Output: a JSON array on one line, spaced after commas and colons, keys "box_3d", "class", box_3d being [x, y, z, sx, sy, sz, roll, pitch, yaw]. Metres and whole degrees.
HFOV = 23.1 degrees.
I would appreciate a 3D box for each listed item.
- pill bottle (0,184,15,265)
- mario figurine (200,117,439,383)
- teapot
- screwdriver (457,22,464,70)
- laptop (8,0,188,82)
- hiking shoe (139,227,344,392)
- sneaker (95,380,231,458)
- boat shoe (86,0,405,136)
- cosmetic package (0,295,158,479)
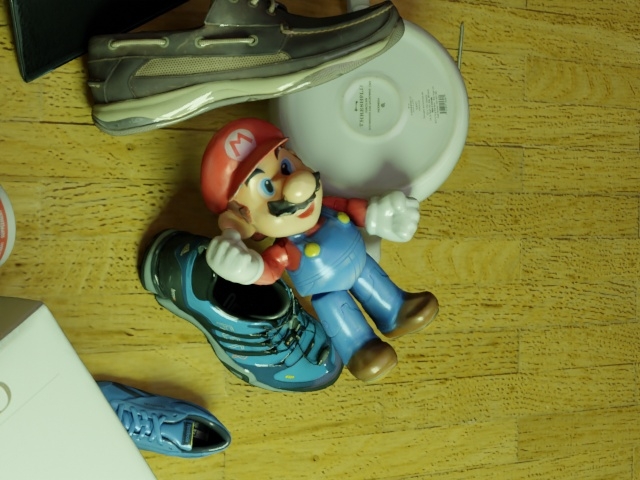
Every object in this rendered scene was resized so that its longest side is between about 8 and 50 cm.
[{"box_3d": [-0.399, -0.005, 1.513, 0.193, 0.108, 0.108, -16, 102, -53], "class": "pill bottle"}, {"box_3d": [0.000, 0.000, 1.681, 0.320, 0.170, 0.198, 49, 25, -15], "class": "mario figurine"}, {"box_3d": [0.052, -0.145, 1.863, 0.252, 0.187, 0.256, 42, 84, 2], "class": "teapot"}, {"box_3d": [0.178, -0.203, 2.068, 0.024, 0.025, 0.170, 11, 76, -39], "class": "screwdriver"}, {"box_3d": [-0.261, -0.459, 1.693, 0.382, 0.236, 0.408, -34, 84, -34], "class": "laptop"}, {"box_3d": [-0.069, 0.095, 1.797, 0.304, 0.132, 0.113, 35, 71, -34], "class": "hiking shoe"}, {"box_3d": [-0.192, 0.200, 1.736, 0.209, 0.082, 0.069, 17, 83, -37], "class": "sneaker"}, {"box_3d": [-0.085, -0.214, 1.693, 0.355, 0.132, 0.130, -16, 101, -6], "class": "boat shoe"}, {"box_3d": [-0.350, 0.298, 1.451, 0.329, 0.327, 0.394, -42, 116, -30], "class": "cosmetic package"}]
